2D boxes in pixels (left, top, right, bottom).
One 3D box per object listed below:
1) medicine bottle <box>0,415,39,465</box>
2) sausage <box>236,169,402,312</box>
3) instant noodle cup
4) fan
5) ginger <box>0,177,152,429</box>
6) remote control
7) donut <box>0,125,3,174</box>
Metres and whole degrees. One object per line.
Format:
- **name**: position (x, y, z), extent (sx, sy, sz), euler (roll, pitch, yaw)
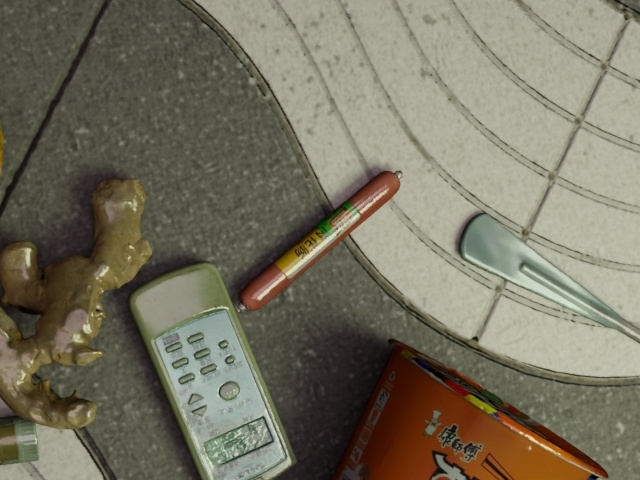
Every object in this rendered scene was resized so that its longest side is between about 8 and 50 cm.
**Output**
- **medicine bottle**: position (-0.316, 0.195, 1.430), extent (0.083, 0.047, 0.047), euler (-6, 90, -12)
- **sausage**: position (0.000, 0.000, 1.509), extent (0.223, 0.029, 0.029), euler (-40, 97, -10)
- **instant noodle cup**: position (0.122, 0.238, 1.436), extent (0.250, 0.250, 0.192), euler (32, 91, -10)
- **fan**: position (0.272, 0.056, 1.571), extent (0.282, 0.023, 0.057), euler (29, 75, -10)
- **ginger**: position (-0.252, 0.046, 1.424), extent (0.149, 0.065, 0.258), euler (19, 74, -4)
- **remote control**: position (-0.109, 0.139, 1.480), extent (0.098, 0.038, 0.233), euler (-23, 95, -11)
- **donut**: position (-0.421, -0.097, 1.337), extent (0.303, 0.110, 0.303), euler (1, 112, 3)
